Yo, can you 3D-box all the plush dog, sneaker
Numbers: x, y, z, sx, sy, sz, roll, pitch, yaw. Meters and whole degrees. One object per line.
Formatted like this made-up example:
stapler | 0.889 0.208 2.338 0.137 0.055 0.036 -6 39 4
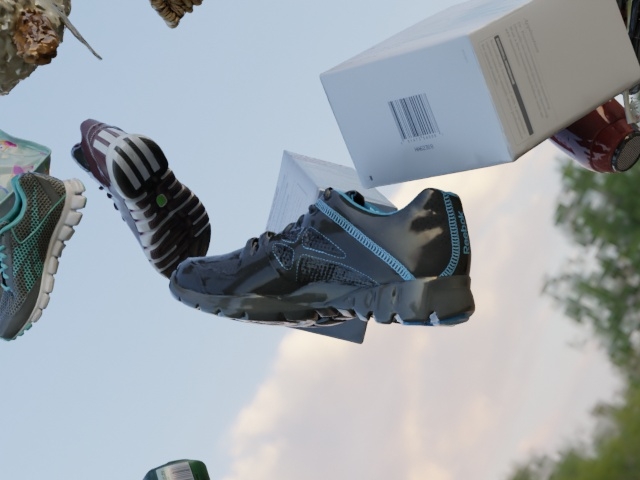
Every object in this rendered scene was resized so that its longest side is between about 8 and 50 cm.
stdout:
plush dog | -0.350 -0.165 1.466 0.225 0.210 0.262 -40 -34 12
sneaker | -0.256 -0.072 2.250 0.106 0.162 0.281 -41 -39 -19
sneaker | -0.282 0.010 1.515 0.076 0.065 0.166 22 -96 -28
sneaker | 0.001 0.019 1.658 0.125 0.341 0.139 10 -100 -63

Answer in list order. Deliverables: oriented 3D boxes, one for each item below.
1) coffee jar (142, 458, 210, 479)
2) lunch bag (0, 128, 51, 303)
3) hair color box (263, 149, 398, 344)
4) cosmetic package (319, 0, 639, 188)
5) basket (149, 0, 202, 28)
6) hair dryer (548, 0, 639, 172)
coffee jar | -0.140 0.340 1.780 0.079 0.184 0.096 -7 -33 -23
lunch bag | -0.494 0.000 2.251 0.262 0.160 0.223 -56 -17 -39
hair color box | 0.000 0.000 2.208 0.374 0.114 0.185 -128 52 -76
cosmetic package | 0.165 -0.169 1.664 0.225 0.224 0.138 -30 -76 -38
basket | -0.267 -0.503 2.426 0.223 0.213 0.299 -46 -55 -14
hair dryer | 0.315 -0.186 1.779 0.080 0.293 0.223 -8 -93 -43
